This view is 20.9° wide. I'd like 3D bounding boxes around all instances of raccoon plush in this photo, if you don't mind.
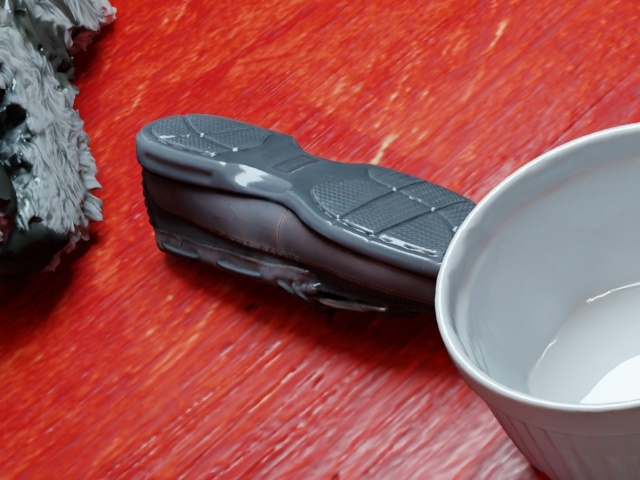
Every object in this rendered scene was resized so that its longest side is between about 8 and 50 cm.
[{"bbox_3d":[-0.317,-0.041,1.295,0.299,0.216,0.446,-28,8,20],"label":"raccoon plush"}]

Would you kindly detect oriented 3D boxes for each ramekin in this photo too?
[{"bbox_3d":[0.175,0.044,0.924,0.207,0.109,0.207,-15,41,14],"label":"ramekin"}]

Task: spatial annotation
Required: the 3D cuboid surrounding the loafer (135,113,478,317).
[{"bbox_3d":[0.000,0.000,1.104,0.302,0.095,0.109,23,30,38],"label":"loafer"}]
